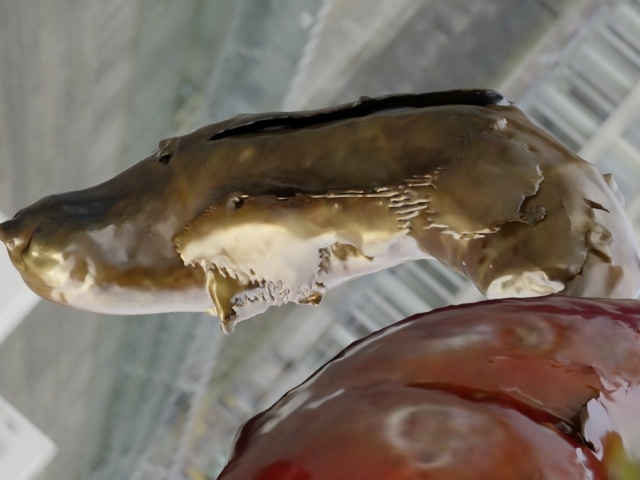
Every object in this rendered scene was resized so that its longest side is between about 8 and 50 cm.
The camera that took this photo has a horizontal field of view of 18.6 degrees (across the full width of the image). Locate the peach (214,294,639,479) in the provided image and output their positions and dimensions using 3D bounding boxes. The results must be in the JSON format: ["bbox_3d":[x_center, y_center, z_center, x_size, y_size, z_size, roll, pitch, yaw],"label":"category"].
[{"bbox_3d":[0.082,0.241,0.759,0.339,0.353,0.416,-18,144,-46],"label":"peach"}]

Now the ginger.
[{"bbox_3d":[0.007,-0.011,0.959,0.107,0.309,0.133,65,33,-44],"label":"ginger"}]
